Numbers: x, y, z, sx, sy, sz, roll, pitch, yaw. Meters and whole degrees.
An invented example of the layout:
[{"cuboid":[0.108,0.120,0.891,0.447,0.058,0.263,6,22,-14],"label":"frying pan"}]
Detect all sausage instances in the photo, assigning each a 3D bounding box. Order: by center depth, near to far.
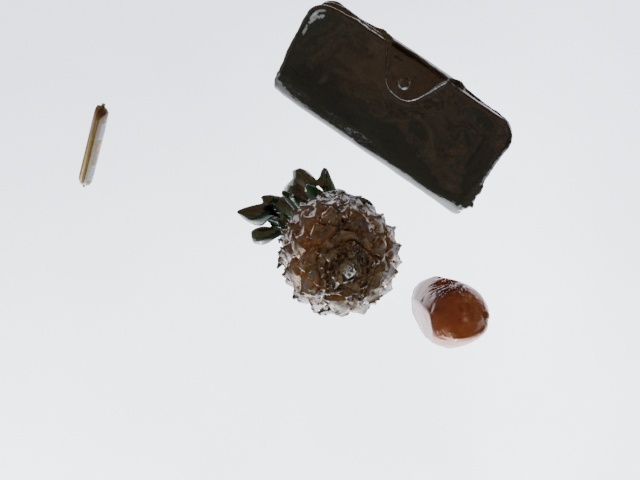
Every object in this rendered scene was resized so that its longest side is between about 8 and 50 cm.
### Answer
[{"cuboid":[-0.217,-0.090,0.921,0.015,0.100,0.015,15,-143,-12],"label":"sausage"},{"cuboid":[0.165,0.093,1.266,0.089,0.179,0.089,-1,-87,-9],"label":"sausage"}]

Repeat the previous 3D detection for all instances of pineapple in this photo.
[{"cuboid":[0.000,0.001,0.715,0.103,0.083,0.221,-21,-166,-3],"label":"pineapple"}]

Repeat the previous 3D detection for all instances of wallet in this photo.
[{"cuboid":[0.113,-0.205,1.488,0.377,0.197,0.051,36,-140,5],"label":"wallet"}]
